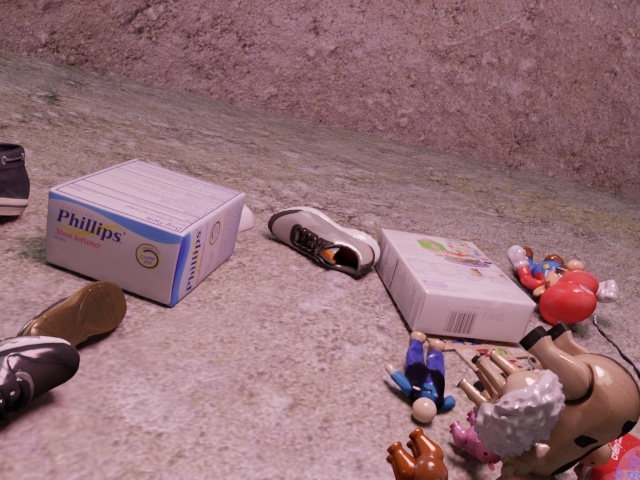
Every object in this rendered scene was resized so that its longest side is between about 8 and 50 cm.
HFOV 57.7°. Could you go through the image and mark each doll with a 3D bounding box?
[{"bbox_3d":[0.167,0.227,0.957,0.129,0.046,0.189,23,29,-3],"label":"doll"}]

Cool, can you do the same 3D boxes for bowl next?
[{"bbox_3d":[-0.243,-0.070,1.402,0.142,0.053,0.142,28,28,31],"label":"bowl"}]

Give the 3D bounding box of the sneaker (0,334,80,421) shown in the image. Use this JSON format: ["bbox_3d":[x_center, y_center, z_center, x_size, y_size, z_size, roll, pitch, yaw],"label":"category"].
[{"bbox_3d":[-0.399,0.203,0.645,0.283,0.107,0.124,-14,50,-42],"label":"sneaker"}]

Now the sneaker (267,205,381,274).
[{"bbox_3d":[0.000,0.000,1.328,0.271,0.100,0.108,20,28,14],"label":"sneaker"}]

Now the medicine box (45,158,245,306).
[{"bbox_3d":[-0.328,-0.031,1.132,0.263,0.149,0.289,18,23,9],"label":"medicine box"}]

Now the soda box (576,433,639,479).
[{"bbox_3d":[0.378,0.347,0.754,0.092,0.083,0.263,27,25,26],"label":"soda box"}]

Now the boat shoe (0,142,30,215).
[{"bbox_3d":[-0.686,-0.133,0.969,0.186,0.156,0.500,13,3,14],"label":"boat shoe"}]

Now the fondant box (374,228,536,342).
[{"bbox_3d":[0.272,0.088,1.262,0.238,0.096,0.330,8,22,-13],"label":"fondant box"}]

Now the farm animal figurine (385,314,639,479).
[{"bbox_3d":[0.265,0.240,0.703,0.330,0.327,0.172,-13,52,-37],"label":"farm animal figurine"}]

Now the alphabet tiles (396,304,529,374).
[{"bbox_3d":[0.292,0.192,1.164,0.198,0.009,0.237,2,25,-27],"label":"alphabet tiles"}]

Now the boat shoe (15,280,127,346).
[{"bbox_3d":[-0.369,0.118,0.855,0.073,0.080,0.223,-17,9,15],"label":"boat shoe"}]

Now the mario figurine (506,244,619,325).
[{"bbox_3d":[0.570,0.076,1.380,0.198,0.170,0.320,-20,14,7],"label":"mario figurine"}]
